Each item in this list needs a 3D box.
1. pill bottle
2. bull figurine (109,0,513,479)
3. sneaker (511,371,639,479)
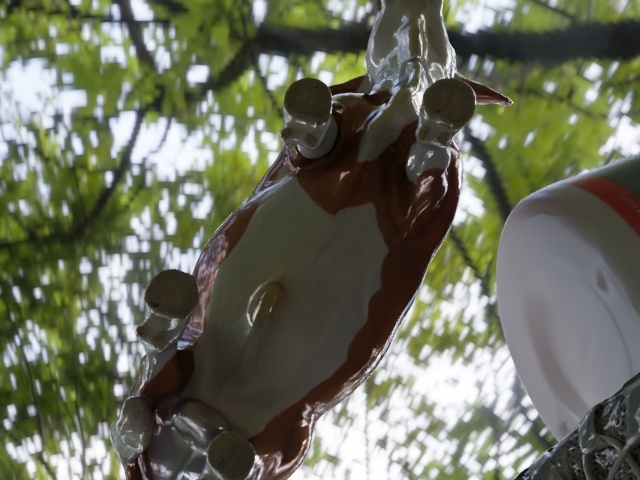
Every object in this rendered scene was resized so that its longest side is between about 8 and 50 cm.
[{"bbox_3d":[0.247,0.009,0.980,0.283,0.161,0.161,-20,-106,-21],"label":"pill bottle"},{"bbox_3d":[0.000,0.000,0.904,0.101,0.188,0.310,26,-99,8],"label":"bull figurine"},{"bbox_3d":[0.133,0.125,0.823,0.115,0.281,0.105,-29,-107,-28],"label":"sneaker"}]
